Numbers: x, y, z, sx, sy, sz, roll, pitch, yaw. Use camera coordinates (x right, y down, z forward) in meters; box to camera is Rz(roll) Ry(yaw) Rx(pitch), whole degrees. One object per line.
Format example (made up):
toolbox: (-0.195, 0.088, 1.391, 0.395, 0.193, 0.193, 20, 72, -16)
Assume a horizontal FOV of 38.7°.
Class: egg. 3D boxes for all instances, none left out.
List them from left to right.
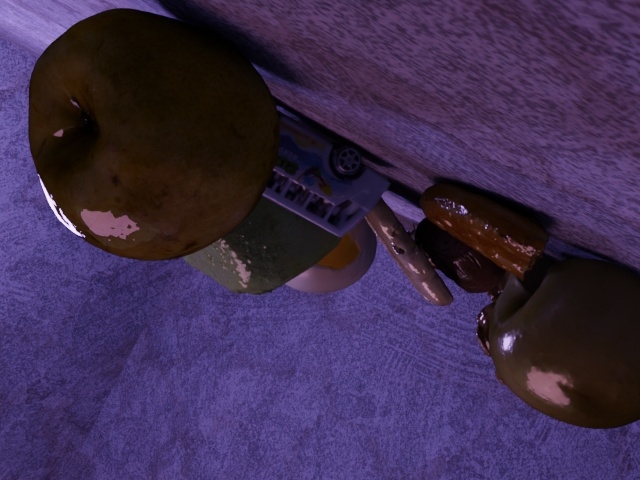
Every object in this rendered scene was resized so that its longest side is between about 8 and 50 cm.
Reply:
egg: (0.000, 0.000, 2.346, 0.283, 0.283, 0.345, 26, -177, 42)

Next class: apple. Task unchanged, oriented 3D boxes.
apple: (0.387, 0.156, 1.352, 0.257, 0.233, 0.295, 33, 179, -9)

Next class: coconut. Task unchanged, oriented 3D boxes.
coconut: (-0.099, -0.069, 1.609, 0.328, 0.328, 0.281, 26, 144, 54)

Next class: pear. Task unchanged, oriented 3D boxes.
pear: (-0.192, -0.131, 1.118, 0.303, 0.304, 0.304, 27, 179, 1)

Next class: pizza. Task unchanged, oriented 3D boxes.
pizza: (0.246, -0.013, 1.284, 0.197, 0.058, 0.292, 39, 174, -25)

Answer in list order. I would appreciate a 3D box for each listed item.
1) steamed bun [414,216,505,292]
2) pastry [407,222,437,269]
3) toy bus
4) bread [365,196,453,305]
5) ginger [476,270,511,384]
steamed bun: (0.255, 0.023, 1.680, 0.144, 0.106, 0.175, 32, -179, -32)
pastry: (0.267, 0.025, 2.169, 0.153, 0.081, 0.153, 27, 175, 3)
toy bus: (-0.058, -0.129, 1.414, 0.329, 0.136, 0.109, 29, -179, -18)
bread: (0.145, 0.001, 1.699, 0.316, 0.054, 0.316, 54, -178, -3)
ginger: (0.361, 0.121, 1.563, 0.270, 0.218, 0.123, 67, -161, 0)
